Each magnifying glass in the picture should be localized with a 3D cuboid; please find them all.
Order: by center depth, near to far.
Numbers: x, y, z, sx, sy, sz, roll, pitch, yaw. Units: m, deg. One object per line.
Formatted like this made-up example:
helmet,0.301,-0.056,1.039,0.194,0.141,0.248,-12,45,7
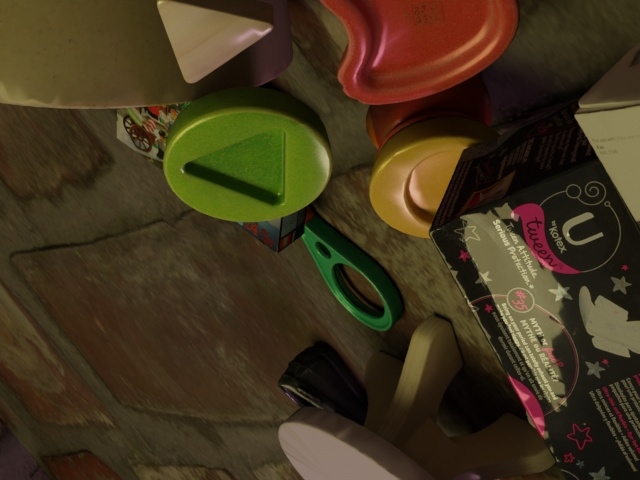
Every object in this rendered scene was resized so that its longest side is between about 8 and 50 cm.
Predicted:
magnifying glass,0.000,0.000,1.857,0.231,0.026,0.092,51,155,-4

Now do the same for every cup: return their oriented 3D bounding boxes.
cup,-0.185,-0.266,1.481,0.331,0.331,0.237,21,118,43

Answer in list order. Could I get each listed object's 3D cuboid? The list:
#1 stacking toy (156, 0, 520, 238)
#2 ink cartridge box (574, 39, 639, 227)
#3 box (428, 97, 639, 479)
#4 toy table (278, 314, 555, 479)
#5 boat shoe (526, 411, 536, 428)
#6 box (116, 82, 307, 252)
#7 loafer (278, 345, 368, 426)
stacking toy,0.016,-0.145,1.389,0.279,0.130,0.309,-2,140,0
ink cartridge box,0.276,-0.051,1.206,0.082,0.139,0.191,0,128,56
box,0.208,0.037,1.322,0.142,0.163,0.247,-23,107,23
toy table,0.104,0.216,1.849,0.274,0.161,0.252,32,152,31
boat shoe,0.235,0.176,1.733,0.100,0.035,0.035,34,155,41
box,-0.108,-0.112,1.807,0.233,0.044,0.159,35,141,25
loafer,0.035,0.222,2.064,0.223,0.078,0.076,52,155,-10
